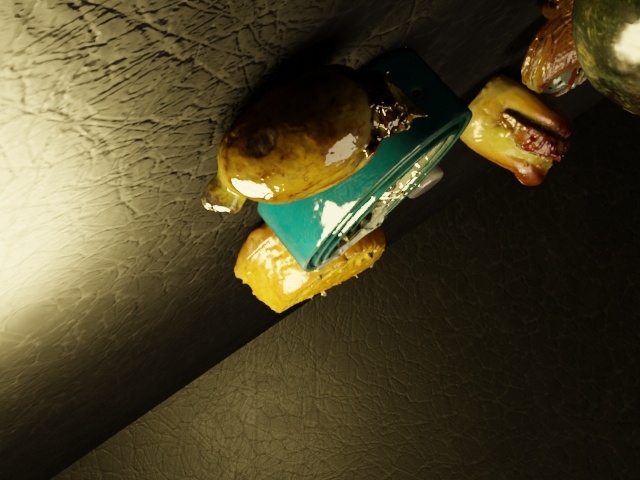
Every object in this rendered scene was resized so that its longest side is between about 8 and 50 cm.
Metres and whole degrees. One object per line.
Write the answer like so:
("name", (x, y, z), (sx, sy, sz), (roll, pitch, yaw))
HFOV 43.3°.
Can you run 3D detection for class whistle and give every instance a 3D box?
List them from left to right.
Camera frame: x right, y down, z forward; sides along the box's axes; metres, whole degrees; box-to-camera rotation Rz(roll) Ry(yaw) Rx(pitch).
("whistle", (0.579, -0.410, 2.002), (0.102, 0.105, 0.253), (6, -168, 25))

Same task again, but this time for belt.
("belt", (0.069, -0.119, 1.344), (0.300, 0.173, 0.436), (-32, 172, -38))

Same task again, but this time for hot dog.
("hot dog", (0.485, -0.257, 1.928), (0.185, 0.223, 0.405), (-52, 163, 20))
("hot dog", (0.523, -0.417, 1.664), (0.272, 0.122, 0.196), (-32, 170, 3))

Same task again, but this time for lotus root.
("lotus root", (-0.028, -0.129, 1.029), (0.314, 0.141, 0.169), (-28, 171, 13))

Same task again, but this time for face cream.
("face cream", (0.227, -0.166, 1.929), (0.117, 0.104, 0.117), (-34, 170, -7))

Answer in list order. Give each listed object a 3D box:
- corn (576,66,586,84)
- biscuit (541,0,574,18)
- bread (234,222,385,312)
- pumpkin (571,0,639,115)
("corn", (0.706, -0.478, 2.183), (0.087, 0.087, 0.211), (-36, 175, 6))
("biscuit", (0.487, -0.480, 1.450), (0.212, 0.036, 0.212), (-36, 171, -6))
("bread", (0.000, 0.000, 1.650), (0.340, 0.194, 0.179), (-25, 169, -30))
("pumpkin", (0.612, -0.395, 1.263), (0.455, 0.344, 0.454), (-13, 130, -15))
